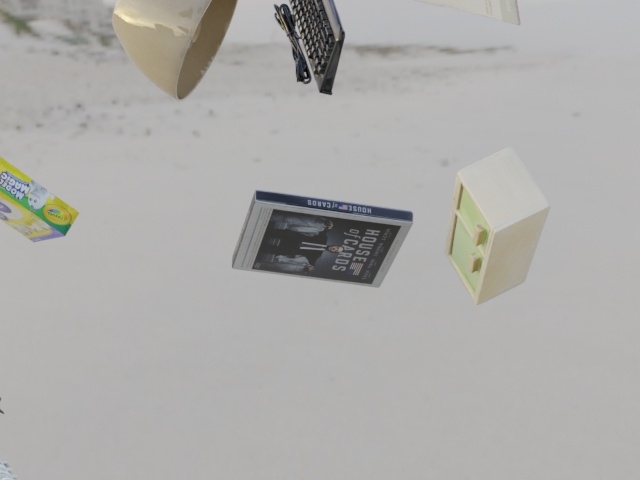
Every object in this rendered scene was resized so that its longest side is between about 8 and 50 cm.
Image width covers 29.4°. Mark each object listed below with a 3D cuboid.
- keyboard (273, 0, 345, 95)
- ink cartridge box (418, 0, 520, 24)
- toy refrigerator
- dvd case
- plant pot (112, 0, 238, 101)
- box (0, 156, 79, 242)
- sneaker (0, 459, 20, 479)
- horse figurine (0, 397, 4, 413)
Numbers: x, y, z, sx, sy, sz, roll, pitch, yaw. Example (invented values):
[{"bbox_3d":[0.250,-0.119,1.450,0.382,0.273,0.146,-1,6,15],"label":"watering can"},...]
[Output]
[{"bbox_3d":[-0.028,-0.341,1.826,0.033,0.201,0.317,-4,51,-15],"label":"keyboard"},{"bbox_3d":[0.137,-0.407,1.497,0.239,0.275,0.060,20,60,30],"label":"ink cartridge box"},{"bbox_3d":[0.236,-0.012,1.694,0.094,0.102,0.269,-25,-21,-10],"label":"toy refrigerator"},{"bbox_3d":[0.000,0.000,1.831,0.238,0.029,0.179,8,-37,-11],"label":"dvd case"},{"bbox_3d":[-0.311,-0.452,2.491,0.191,0.284,0.284,26,10,3],"label":"plant pot"},{"bbox_3d":[-0.404,-0.065,1.542,0.179,0.043,0.105,40,-26,-26],"label":"box"},{"bbox_3d":[-0.416,0.314,1.524,0.258,0.091,0.094,6,-26,30],"label":"sneaker"},{"bbox_3d":[-0.586,0.168,1.750,0.263,0.174,0.066,-2,3,-2],"label":"horse figurine"}]
